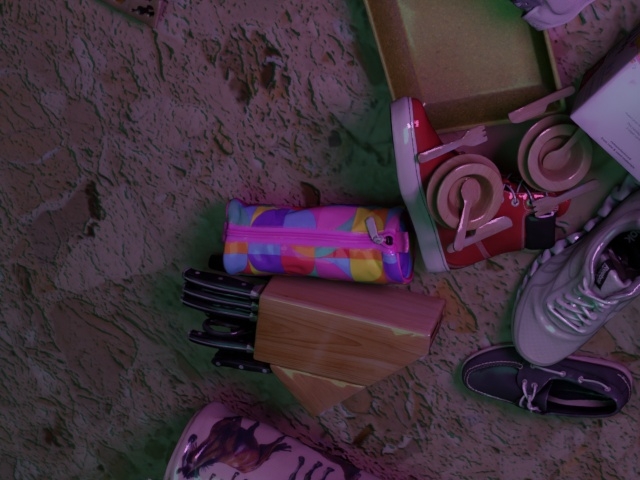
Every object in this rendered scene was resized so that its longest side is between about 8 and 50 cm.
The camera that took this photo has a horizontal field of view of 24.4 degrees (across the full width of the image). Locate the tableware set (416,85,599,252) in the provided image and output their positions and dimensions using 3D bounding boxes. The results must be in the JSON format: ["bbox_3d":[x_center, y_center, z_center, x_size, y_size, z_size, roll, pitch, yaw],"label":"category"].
[{"bbox_3d":[0.205,-0.067,1.557,0.194,0.039,0.128,-24,116,-8],"label":"tableware set"}]

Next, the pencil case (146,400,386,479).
[{"bbox_3d":[-0.010,0.355,1.871,0.410,0.183,0.160,25,123,5],"label":"pencil case"}]

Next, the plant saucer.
[{"bbox_3d":[0.157,-0.215,1.589,0.188,0.045,0.188,-8,114,22],"label":"plant saucer"}]

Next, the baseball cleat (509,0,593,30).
[{"bbox_3d":[0.185,-0.261,1.486,0.206,0.072,0.109,4,124,21],"label":"baseball cleat"}]

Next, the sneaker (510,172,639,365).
[{"bbox_3d":[0.302,0.043,1.638,0.110,0.118,0.292,33,124,-3],"label":"sneaker"}]

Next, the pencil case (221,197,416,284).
[{"bbox_3d":[0.000,0.000,1.725,0.236,0.104,0.104,1,117,18],"label":"pencil case"}]

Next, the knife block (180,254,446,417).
[{"bbox_3d":[-0.023,0.079,1.781,0.276,0.088,0.242,-32,104,30],"label":"knife block"}]

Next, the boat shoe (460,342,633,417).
[{"bbox_3d":[0.263,0.171,1.748,0.206,0.065,0.075,4,118,16],"label":"boat shoe"}]

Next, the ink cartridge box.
[{"bbox_3d":[0.365,-0.163,1.498,0.127,0.128,0.176,43,121,-6],"label":"ink cartridge box"}]

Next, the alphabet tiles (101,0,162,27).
[{"bbox_3d":[-0.209,-0.357,1.630,0.198,0.009,0.237,28,131,11],"label":"alphabet tiles"}]

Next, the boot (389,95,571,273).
[{"bbox_3d":[0.176,-0.073,1.609,0.176,0.088,0.244,-11,134,13],"label":"boot"}]
